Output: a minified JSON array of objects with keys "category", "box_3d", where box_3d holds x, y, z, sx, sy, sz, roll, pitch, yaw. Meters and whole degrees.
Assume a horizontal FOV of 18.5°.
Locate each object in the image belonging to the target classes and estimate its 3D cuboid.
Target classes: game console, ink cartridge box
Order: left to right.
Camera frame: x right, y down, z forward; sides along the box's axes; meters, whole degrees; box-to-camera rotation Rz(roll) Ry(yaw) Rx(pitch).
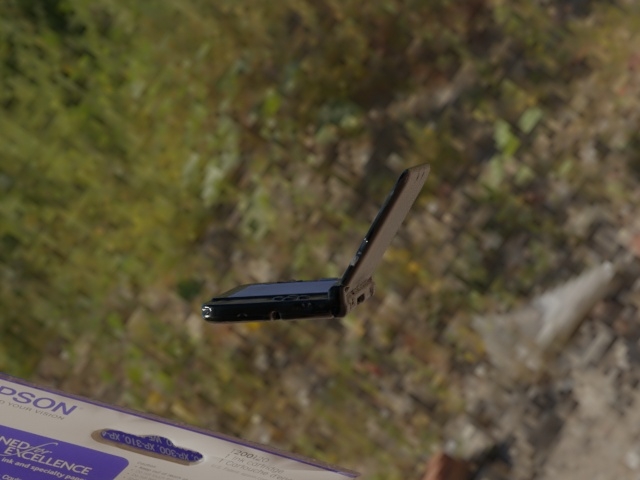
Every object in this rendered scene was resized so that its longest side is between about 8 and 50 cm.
[{"category":"ink cartridge box","box_3d":[-0.120,0.120,0.969,0.208,0.206,0.045,-41,40,42]},{"category":"game console","box_3d":[0.000,0.000,0.993,0.122,0.107,0.071,-21,-72,-81]}]
